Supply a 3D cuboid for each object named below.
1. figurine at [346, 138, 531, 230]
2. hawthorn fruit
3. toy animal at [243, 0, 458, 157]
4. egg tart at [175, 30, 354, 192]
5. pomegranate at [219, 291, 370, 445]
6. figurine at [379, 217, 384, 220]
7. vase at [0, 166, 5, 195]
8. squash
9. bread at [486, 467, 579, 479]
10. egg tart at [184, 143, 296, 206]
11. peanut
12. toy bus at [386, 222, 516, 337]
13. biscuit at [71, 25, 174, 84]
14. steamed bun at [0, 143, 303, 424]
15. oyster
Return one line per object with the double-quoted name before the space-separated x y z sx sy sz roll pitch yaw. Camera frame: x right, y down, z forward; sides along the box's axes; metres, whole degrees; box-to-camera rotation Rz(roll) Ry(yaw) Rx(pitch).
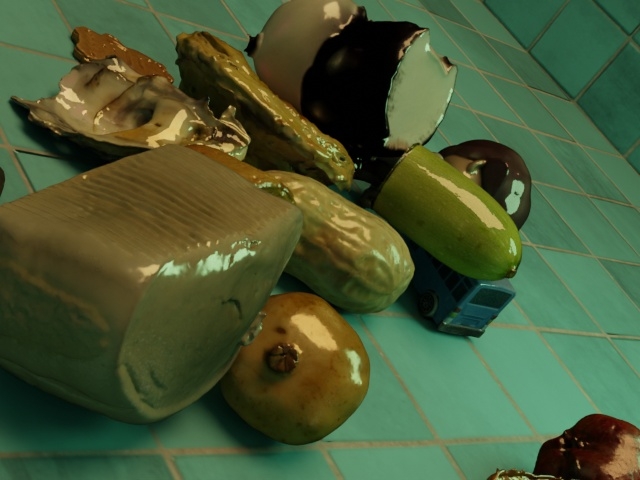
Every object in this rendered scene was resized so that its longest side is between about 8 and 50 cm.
"figurine" 0.219 -0.090 2.146 0.365 0.218 0.206 6 42 -40
"hawthorn fruit" 0.399 0.347 1.698 0.202 0.185 0.185 47 22 -19
"toy animal" 0.035 -0.273 1.974 0.310 0.251 0.251 21 12 35
"egg tart" -0.106 -0.169 1.853 0.352 0.150 0.352 41 1 -1
"pomegranate" -0.032 0.147 1.437 0.196 0.196 0.196 31 26 -17
"figurine" 0.052 -0.012 1.930 0.129 0.109 0.178 26 16 5
"vase" -0.494 -0.108 1.305 0.301 0.156 0.251 32 0 -28
"squash" 0.207 -0.030 1.875 0.247 0.132 0.132 38 24 12
"bread" 0.263 0.371 1.515 0.260 0.134 0.129 12 46 -36
"egg tart" -0.147 -0.026 1.585 0.147 0.203 0.202 37 21 29
"peanut" 0.000 0.000 1.754 0.313 0.152 0.152 34 25 -20
"toy bus" 0.208 0.033 2.000 0.116 0.133 0.234 12 37 -41
"biscuit" -0.316 -0.285 1.958 0.184 0.027 0.133 29 25 -21
"steamed bun" -0.197 0.056 1.301 0.247 0.236 0.383 24 24 17
"oyster" -0.268 -0.165 1.702 0.275 0.100 0.271 -20 58 -22
